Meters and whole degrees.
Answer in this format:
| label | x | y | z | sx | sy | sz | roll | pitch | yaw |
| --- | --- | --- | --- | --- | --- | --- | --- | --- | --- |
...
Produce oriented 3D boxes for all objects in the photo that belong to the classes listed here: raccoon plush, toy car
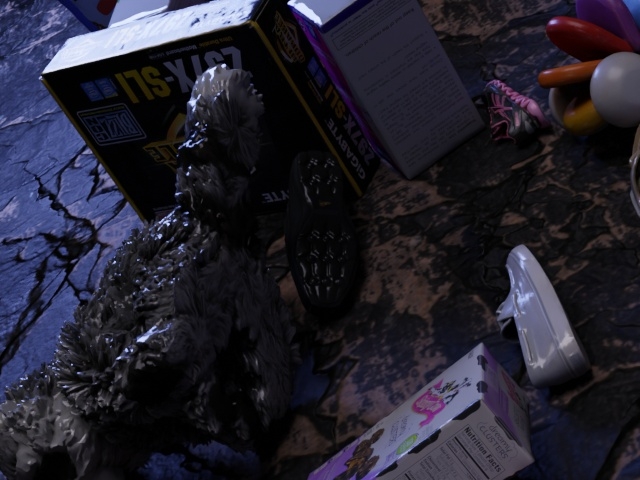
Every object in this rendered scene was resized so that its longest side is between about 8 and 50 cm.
| label | x | y | z | sx | sy | sz | roll | pitch | yaw |
| --- | --- | --- | --- | --- | --- | --- | --- | --- | --- |
| raccoon plush | -0.187 | 0.071 | 1.792 | 0.299 | 0.216 | 0.446 | -14 | 50 | 32 |
| toy car | 0.299 | -0.196 | 1.819 | 0.182 | 0.136 | 0.159 | -41 | 9 | -15 |

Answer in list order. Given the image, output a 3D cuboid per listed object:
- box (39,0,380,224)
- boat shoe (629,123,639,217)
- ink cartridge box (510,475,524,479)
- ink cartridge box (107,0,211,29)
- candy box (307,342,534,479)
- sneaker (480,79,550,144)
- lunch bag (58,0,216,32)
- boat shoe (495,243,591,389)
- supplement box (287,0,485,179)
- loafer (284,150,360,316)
| label | x | y | z | sx | sy | sz | roll | pitch | yaw |
| --- | --- | --- | --- | --- | --- | --- | --- | --- | --- |
| box | -0.129 | -0.143 | 2.055 | 0.322 | 0.257 | 0.079 | -8 | 37 | 35 |
| boat shoe | 0.335 | -0.050 | 1.632 | 0.109 | 0.098 | 0.302 | -23 | 31 | 16 |
| ink cartridge box | 0.069 | 0.337 | 1.343 | 0.371 | 0.069 | 0.176 | -44 | 31 | -15 |
| ink cartridge box | -0.173 | -0.229 | 2.269 | 0.092 | 0.219 | 0.160 | -18 | 33 | 18 |
| candy box | 0.078 | 0.186 | 1.461 | 0.196 | 0.070 | 0.165 | -38 | 6 | 11 |
| sneaker | 0.201 | -0.137 | 1.954 | 0.057 | 0.047 | 0.119 | -46 | 29 | -2 |
| lunch bag | -0.174 | -0.416 | 2.416 | 0.328 | 0.239 | 0.385 | -19 | -5 | 22 |
| boat shoe | 0.193 | 0.072 | 1.630 | 0.063 | 0.066 | 0.184 | -28 | 39 | 6 |
| supplement box | 0.075 | -0.195 | 1.978 | 0.114 | 0.220 | 0.111 | -36 | 29 | -5 |
| loafer | 0.000 | 0.000 | 1.912 | 0.076 | 0.078 | 0.223 | 3 | 46 | -8 |
